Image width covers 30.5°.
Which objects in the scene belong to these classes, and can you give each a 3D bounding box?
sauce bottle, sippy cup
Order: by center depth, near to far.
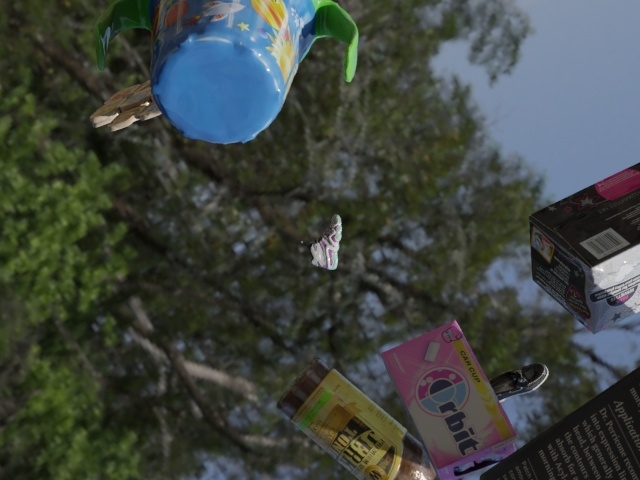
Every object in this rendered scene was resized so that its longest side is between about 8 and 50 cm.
[{"bbox_3d":[-0.123,-0.250,1.523,0.305,0.240,0.224,-26,-145,23],"label":"sippy cup"},{"bbox_3d":[0.092,0.327,1.825,0.111,0.344,0.111,-51,173,-9],"label":"sauce bottle"}]

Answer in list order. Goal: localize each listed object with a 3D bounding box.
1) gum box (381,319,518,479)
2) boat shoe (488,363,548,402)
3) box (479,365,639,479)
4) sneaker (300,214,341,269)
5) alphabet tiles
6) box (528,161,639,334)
[{"bbox_3d":[0.165,0.208,1.483,0.107,0.062,0.188,-24,-124,-3],"label":"gum box"},{"bbox_3d":[0.340,0.248,2.066,0.125,0.038,0.046,-23,-125,8],"label":"boat shoe"},{"bbox_3d":[0.421,0.256,1.199,0.395,0.293,0.212,-40,-132,24],"label":"box"},{"bbox_3d":[0.000,0.000,2.071,0.069,0.098,0.038,7,177,-5],"label":"sneaker"},{"bbox_3d":[-0.231,-0.254,1.888,0.284,0.021,0.278,-16,-158,19],"label":"alphabet tiles"},{"bbox_3d":[0.464,0.006,1.771,0.247,0.142,0.163,-25,-139,-15],"label":"box"}]
